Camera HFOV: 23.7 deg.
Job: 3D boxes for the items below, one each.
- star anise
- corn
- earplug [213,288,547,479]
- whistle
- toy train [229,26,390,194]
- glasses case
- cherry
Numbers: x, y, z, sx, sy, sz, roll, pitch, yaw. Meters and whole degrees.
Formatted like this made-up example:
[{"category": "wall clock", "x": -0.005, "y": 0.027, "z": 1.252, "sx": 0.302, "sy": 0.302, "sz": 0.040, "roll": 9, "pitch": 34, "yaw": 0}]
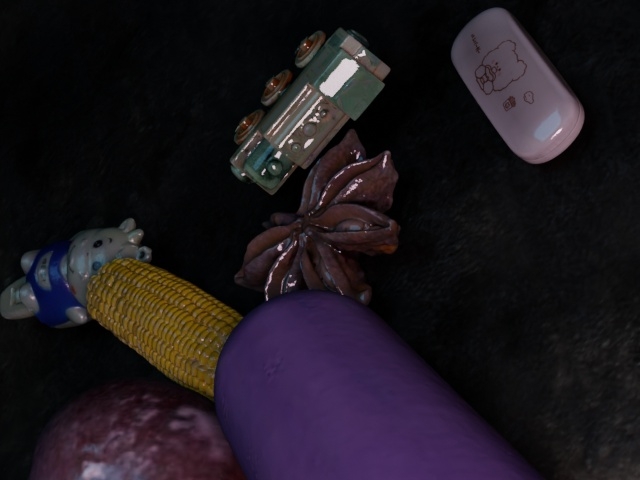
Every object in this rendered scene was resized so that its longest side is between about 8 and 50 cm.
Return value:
[{"category": "star anise", "x": 0.007, "y": 0.007, "z": 1.456, "sx": 0.212, "sy": 0.073, "sz": 0.197, "roll": -44, "pitch": 38, "yaw": 19}, {"category": "corn", "x": -0.143, "y": 0.088, "z": 1.525, "sx": 0.244, "sy": 0.093, "sz": 0.093, "roll": 28, "pitch": 87, "yaw": 43}, {"category": "earplug", "x": 0.052, "y": 0.194, "z": 1.205, "sx": 0.215, "sy": 0.215, "sz": 0.456, "roll": -50, "pitch": 37, "yaw": 8}, {"category": "whistle", "x": -0.276, "y": 0.043, "z": 1.697, "sx": 0.244, "sy": 0.092, "sz": 0.110, "roll": -16, "pitch": 65, "yaw": 36}, {"category": "toy train", "x": -0.016, "y": -0.129, "z": 1.538, "sx": 0.194, "sy": 0.081, "sz": 0.125, "roll": -50, "pitch": 19, "yaw": 6}, {"category": "glasses case", "x": 0.179, "y": -0.145, "z": 1.400, "sx": 0.074, "sy": 0.049, "sz": 0.193, "roll": -42, "pitch": 44, "yaw": 16}, {"category": "cherry", "x": -0.172, "y": 0.230, "z": 1.410, "sx": 0.266, "sy": 0.183, "sz": 0.213, "roll": -8, "pitch": 68, "yaw": 24}]
